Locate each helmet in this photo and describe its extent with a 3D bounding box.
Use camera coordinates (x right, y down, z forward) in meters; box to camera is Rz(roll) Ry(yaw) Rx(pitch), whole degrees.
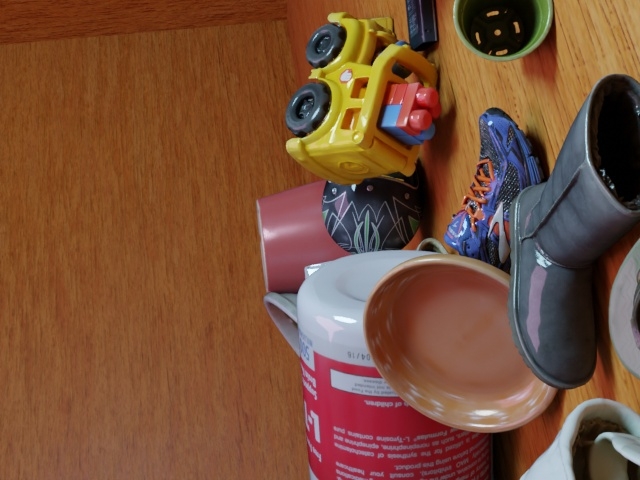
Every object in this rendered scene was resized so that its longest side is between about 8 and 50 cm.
[{"bbox_3d":[0.078,-0.054,1.384,0.162,0.169,0.169,-79,-9,-46],"label":"helmet"}]

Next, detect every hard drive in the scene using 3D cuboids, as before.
[{"bbox_3d":[0.131,-0.326,1.228,0.094,0.022,0.135,-144,47,-84],"label":"hard drive"}]

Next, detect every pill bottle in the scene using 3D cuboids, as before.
[{"bbox_3d":[0.096,0.235,1.119,0.229,0.229,0.408,-110,16,-70],"label":"pill bottle"}]

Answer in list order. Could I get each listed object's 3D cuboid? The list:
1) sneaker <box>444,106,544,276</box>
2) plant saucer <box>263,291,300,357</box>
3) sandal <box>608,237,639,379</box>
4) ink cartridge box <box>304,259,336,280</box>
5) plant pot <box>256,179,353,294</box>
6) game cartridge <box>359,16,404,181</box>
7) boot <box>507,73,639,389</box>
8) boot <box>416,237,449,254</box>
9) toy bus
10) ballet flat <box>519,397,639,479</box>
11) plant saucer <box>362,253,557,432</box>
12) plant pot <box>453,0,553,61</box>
[{"bbox_3d":[0.162,-0.018,0.881,0.083,0.087,0.221,-110,15,-67],"label":"sneaker"},{"bbox_3d":[0.051,0.233,1.814,0.400,0.100,0.400,46,167,14],"label":"plant saucer"},{"bbox_3d":[0.205,0.029,0.453,0.303,0.086,0.120,125,139,-82],"label":"sandal"},{"bbox_3d":[0.077,0.149,1.413,0.278,0.117,0.201,34,-132,-70],"label":"ink cartridge box"},{"bbox_3d":[0.000,0.000,1.866,0.275,0.243,0.275,173,90,-85],"label":"plant pot"},{"bbox_3d":[0.093,-0.251,1.644,0.324,0.052,0.285,-125,29,-75],"label":"game cartridge"},{"bbox_3d":[0.198,0.005,0.679,0.208,0.076,0.190,122,140,-71],"label":"boot"},{"bbox_3d":[0.154,0.122,1.238,0.165,0.077,0.213,97,167,-59],"label":"boot"},{"bbox_3d":[0.081,-0.193,1.213,0.211,0.149,0.220,1,71,48],"label":"toy bus"},{"bbox_3d":[0.209,0.214,0.520,0.400,0.139,0.139,-108,12,-70],"label":"ballet flat"},{"bbox_3d":[0.138,0.097,0.893,0.037,0.199,0.200,-46,-40,-50],"label":"plant saucer"},{"bbox_3d":[0.159,-0.192,0.818,0.079,0.083,0.083,10,-106,-83],"label":"plant pot"}]
